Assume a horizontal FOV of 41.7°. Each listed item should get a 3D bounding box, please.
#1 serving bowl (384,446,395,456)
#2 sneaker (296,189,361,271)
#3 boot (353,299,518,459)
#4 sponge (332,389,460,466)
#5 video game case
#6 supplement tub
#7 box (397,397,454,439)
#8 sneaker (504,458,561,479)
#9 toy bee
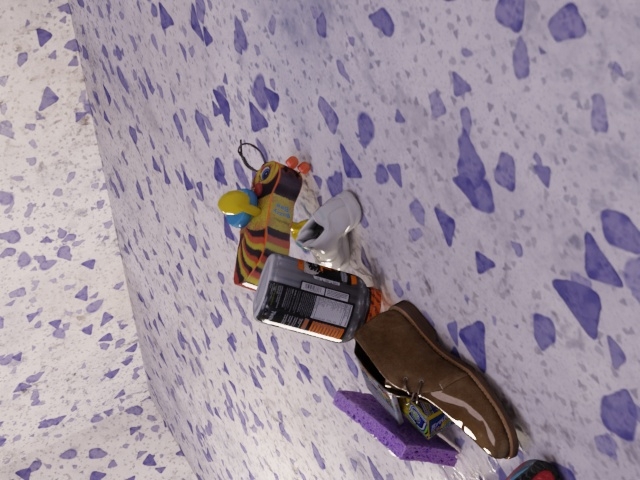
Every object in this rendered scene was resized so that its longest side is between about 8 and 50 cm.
[{"bbox_3d":[0.129,0.363,1.538,0.083,0.027,0.083,48,152,37],"label":"serving bowl"},{"bbox_3d":[0.000,0.000,1.395,0.080,0.094,0.212,53,154,26],"label":"sneaker"},{"bbox_3d":[0.160,0.218,1.229,0.305,0.115,0.112,45,147,39],"label":"boot"},{"bbox_3d":[0.122,0.309,1.398,0.210,0.117,0.031,29,102,55],"label":"sponge"},{"bbox_3d":[0.095,0.236,1.332,0.087,0.011,0.122,46,166,33],"label":"video game case"},{"bbox_3d":[-0.005,0.098,1.359,0.117,0.190,0.117,-164,90,-79],"label":"supplement tub"},{"bbox_3d":[0.143,0.238,1.351,0.169,0.059,0.054,41,148,46],"label":"box"},{"bbox_3d":[0.230,0.399,1.152,0.261,0.104,0.125,-62,15,9],"label":"sneaker"},{"bbox_3d":[-0.091,-0.072,1.448,0.162,0.195,0.298,-31,71,43],"label":"toy bee"}]
